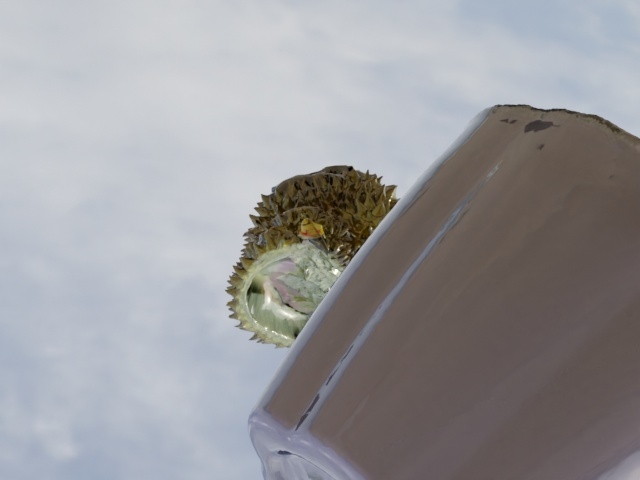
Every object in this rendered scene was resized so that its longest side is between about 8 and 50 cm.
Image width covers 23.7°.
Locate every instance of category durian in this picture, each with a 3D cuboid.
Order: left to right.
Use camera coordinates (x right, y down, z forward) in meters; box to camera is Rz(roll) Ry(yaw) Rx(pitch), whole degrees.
[{"bbox_3d":[0.000,0.000,1.403,0.193,0.237,0.138,-13,-113,1],"label":"durian"}]

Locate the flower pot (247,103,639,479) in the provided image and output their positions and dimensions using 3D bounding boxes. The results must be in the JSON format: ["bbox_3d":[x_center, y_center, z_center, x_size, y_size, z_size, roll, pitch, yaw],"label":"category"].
[{"bbox_3d":[0.099,0.088,0.870,0.243,0.265,0.265,-39,-130,-22],"label":"flower pot"}]
